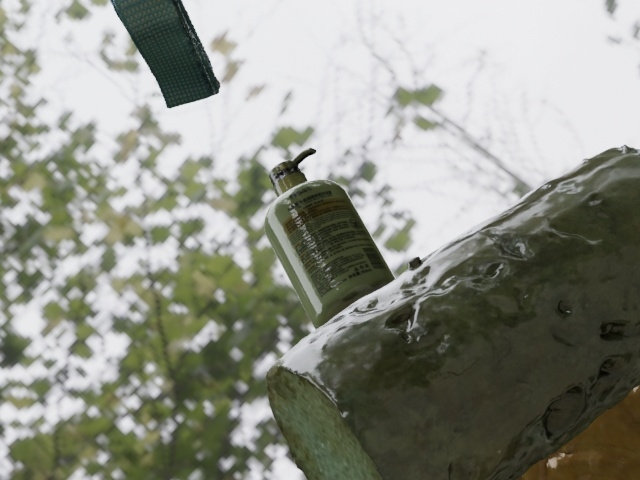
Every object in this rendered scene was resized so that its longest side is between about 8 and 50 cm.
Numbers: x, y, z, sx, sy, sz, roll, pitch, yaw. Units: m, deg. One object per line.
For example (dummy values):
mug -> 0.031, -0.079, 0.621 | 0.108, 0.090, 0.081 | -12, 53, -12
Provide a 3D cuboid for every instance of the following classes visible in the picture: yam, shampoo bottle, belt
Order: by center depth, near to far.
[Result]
yam -> 0.080, 0.045, 0.720 | 0.194, 0.107, 0.107 | -34, -39, -17
belt -> -0.125, -0.173, 1.287 | 0.065, 0.100, 0.179 | -17, -28, 1
shampoo bottle -> 0.000, 0.000, 1.378 | 0.079, 0.162, 0.079 | -22, -29, -13

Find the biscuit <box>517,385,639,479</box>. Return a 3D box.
biscuit -> 0.262, 0.134, 1.539 | 0.051, 0.269, 0.376 | -10, -86, -51
